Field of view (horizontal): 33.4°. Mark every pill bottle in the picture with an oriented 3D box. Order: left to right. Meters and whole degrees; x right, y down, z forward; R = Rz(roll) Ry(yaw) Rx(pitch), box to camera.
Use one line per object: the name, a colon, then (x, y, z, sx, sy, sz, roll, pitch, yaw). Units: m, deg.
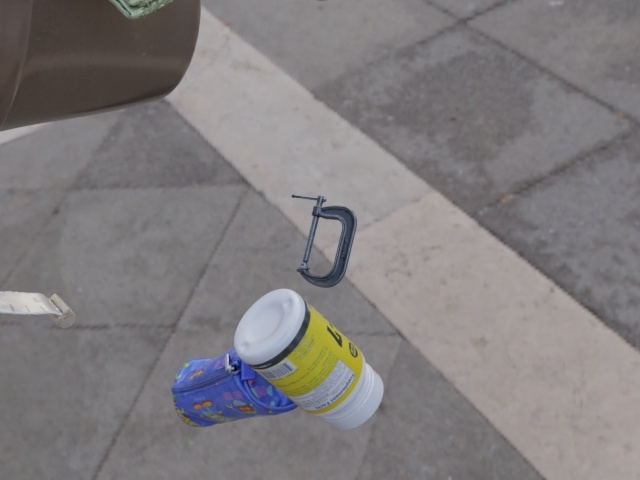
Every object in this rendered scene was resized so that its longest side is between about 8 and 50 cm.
pill bottle: (-0.012, 0.171, 1.486, 0.119, 0.208, 0.119, -30, 36, 24)

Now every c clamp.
c clamp: (0.000, 0.000, 1.761, 0.137, 0.022, 0.160, 0, 74, 34)

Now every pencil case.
pencil case: (-0.135, 0.226, 1.688, 0.133, 0.306, 0.119, 15, 69, -26)

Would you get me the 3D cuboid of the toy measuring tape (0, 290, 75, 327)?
toy measuring tape: (-0.404, 0.105, 1.035, 0.330, 0.121, 0.121, 4, 23, -42)

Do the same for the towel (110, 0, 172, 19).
towel: (-0.109, -0.221, 0.738, 0.148, 0.027, 0.110, -39, 80, -23)

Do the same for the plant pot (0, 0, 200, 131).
plant pot: (-0.233, -0.195, 0.879, 0.229, 0.263, 0.263, -1, 27, -39)
